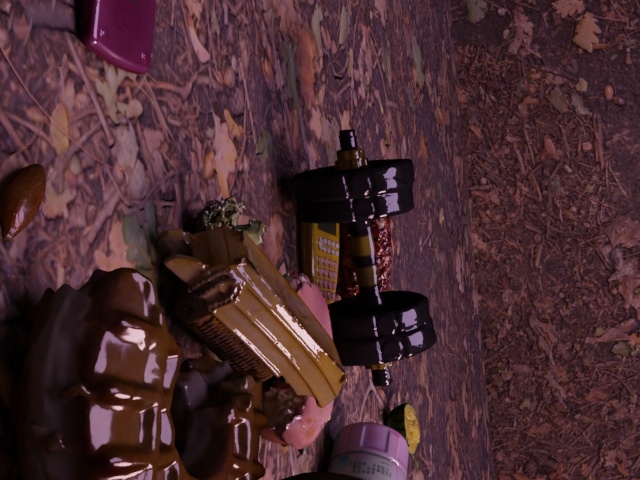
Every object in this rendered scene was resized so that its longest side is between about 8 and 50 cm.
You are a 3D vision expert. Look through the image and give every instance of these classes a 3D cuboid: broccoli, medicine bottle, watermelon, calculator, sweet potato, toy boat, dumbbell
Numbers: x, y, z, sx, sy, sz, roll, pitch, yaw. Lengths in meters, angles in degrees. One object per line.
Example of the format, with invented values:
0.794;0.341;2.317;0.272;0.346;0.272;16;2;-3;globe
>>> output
-0.105;0.006;1.085;0.095;0.091;0.097;98;-22;-74;broccoli
0.073;0.392;1.491;0.169;0.135;0.135;-75;155;-43;medicine bottle
0.164;0.385;1.901;0.105;0.062;0.106;-11;90;-68;watermelon
0.000;0.000;1.508;0.146;0.032;0.235;20;69;-71;calculator
-0.199;-0.269;0.933;0.126;0.034;0.191;16;73;-73;calculator
-0.241;-0.036;0.751;0.095;0.034;0.034;-88;165;-49;sweet potato
-0.078;0.093;1.058;0.310;0.115;0.089;53;10;-41;toy boat
0.066;0.028;1.386;0.185;0.185;0.389;-33;116;-70;dumbbell

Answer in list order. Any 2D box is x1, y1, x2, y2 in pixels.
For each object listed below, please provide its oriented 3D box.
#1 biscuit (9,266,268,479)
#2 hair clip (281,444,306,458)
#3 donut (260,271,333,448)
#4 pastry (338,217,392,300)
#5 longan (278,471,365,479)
-0.153;0.195;0.852;0.366;0.115;0.268;46;42;-62;biscuit
-0.020;0.256;1.392;0.173;0.049;0.049;-72;153;-52;hair clip
-0.041;0.160;1.258;0.199;0.085;0.233;18;69;-71;donut
0.074;0.012;1.603;0.115;0.097;0.209;106;-18;-89;pastry
0.006;0.406;1.047;0.297;0.297;0.298;-4;90;-72;longan
